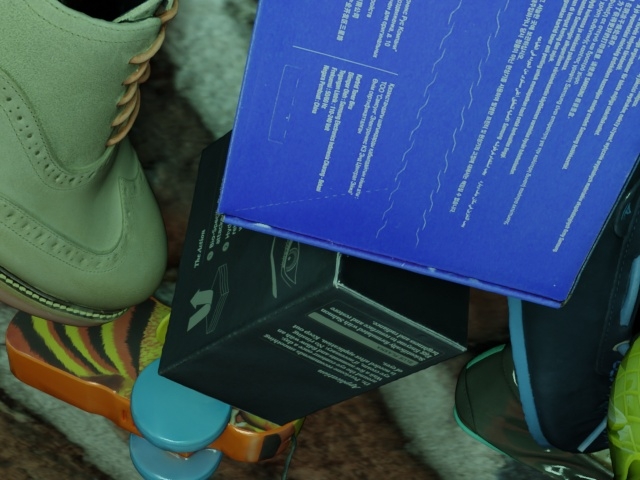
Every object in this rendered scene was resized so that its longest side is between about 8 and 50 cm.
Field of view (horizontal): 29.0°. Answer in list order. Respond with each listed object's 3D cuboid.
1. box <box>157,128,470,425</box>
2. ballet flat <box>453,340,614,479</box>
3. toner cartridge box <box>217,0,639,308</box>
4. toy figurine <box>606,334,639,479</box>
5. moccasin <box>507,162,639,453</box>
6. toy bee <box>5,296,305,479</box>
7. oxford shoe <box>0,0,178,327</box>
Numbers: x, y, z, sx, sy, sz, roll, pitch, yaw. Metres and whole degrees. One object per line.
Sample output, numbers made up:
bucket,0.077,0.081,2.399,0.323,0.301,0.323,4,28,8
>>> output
box,0.000,0.000,0.684,0.093,0.156,0.158,28,143,-30
ballet flat,0.231,0.159,0.905,0.280,0.095,0.096,28,128,-5
toner cartridge box,0.071,-0.132,0.457,0.165,0.075,0.348,14,134,-3
toy figurine,0.234,-0.069,0.541,0.362,0.191,0.217,-33,95,20
moccasin,0.171,0.032,0.711,0.116,0.138,0.342,0,148,15
toy bee,-0.073,0.112,0.913,0.298,0.162,0.195,44,148,-7
oxford shoe,-0.134,-0.078,0.616,0.146,0.140,0.397,-7,147,11
